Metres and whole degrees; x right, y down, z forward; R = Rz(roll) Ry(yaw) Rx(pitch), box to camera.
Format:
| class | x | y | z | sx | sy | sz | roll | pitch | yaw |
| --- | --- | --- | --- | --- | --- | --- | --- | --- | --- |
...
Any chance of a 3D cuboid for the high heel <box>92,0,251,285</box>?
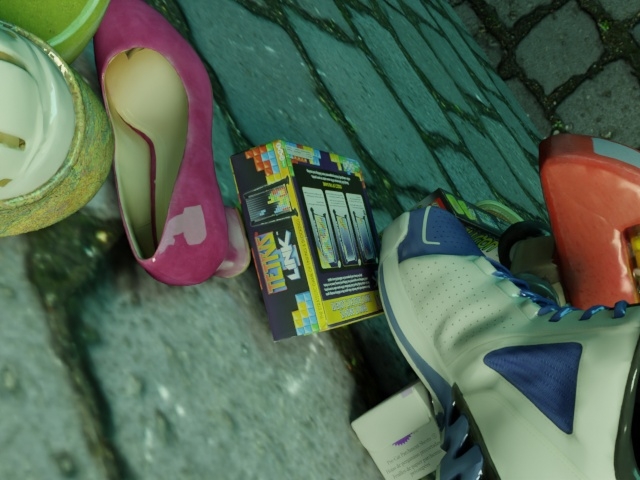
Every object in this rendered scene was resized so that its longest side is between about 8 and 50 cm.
| class | x | y | z | sx | sy | sz | roll | pitch | yaw |
| --- | --- | --- | --- | --- | --- | --- | --- | --- | --- |
| high heel | -0.126 | -0.081 | 0.548 | 0.117 | 0.082 | 0.244 | 13 | 57 | -71 |

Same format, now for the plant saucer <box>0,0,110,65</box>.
| class | x | y | z | sx | sy | sz | roll | pitch | yaw |
| --- | --- | --- | --- | --- | --- | --- | --- | --- | --- |
| plant saucer | -0.190 | -0.196 | 0.450 | 0.241 | 0.037 | 0.241 | -30 | 125 | -56 |

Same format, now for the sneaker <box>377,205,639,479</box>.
| class | x | y | z | sx | sy | sz | roll | pitch | yaw |
| --- | --- | --- | --- | --- | --- | --- | --- | --- | --- |
| sneaker | 0.163 | 0.084 | 0.550 | 0.127 | 0.182 | 0.316 | 36 | 28 | -37 |

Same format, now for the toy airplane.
| class | x | y | z | sx | sy | sz | roll | pitch | yaw |
| --- | --- | --- | --- | --- | --- | --- | --- | --- | --- |
| toy airplane | 0.363 | 0.093 | 0.703 | 0.384 | 0.272 | 0.386 | 21 | 42 | -47 |

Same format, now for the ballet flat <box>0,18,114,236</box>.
| class | x | y | z | sx | sy | sz | roll | pitch | yaw |
| --- | --- | --- | --- | --- | --- | --- | --- | --- | --- |
| ballet flat | -0.200 | -0.068 | 0.333 | 0.348 | 0.123 | 0.123 | 13 | 44 | -54 |

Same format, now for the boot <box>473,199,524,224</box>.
| class | x | y | z | sx | sy | sz | roll | pitch | yaw |
| --- | --- | --- | --- | --- | --- | --- | --- | --- | --- |
| boot | 0.273 | 0.055 | 1.092 | 0.213 | 0.077 | 0.165 | 53 | 24 | -16 |

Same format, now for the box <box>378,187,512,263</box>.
| class | x | y | z | sx | sy | sz | roll | pitch | yaw |
| --- | --- | --- | --- | --- | --- | --- | --- | --- | --- |
| box | 0.140 | 0.011 | 0.863 | 0.207 | 0.114 | 0.036 | 18 | 41 | -54 |

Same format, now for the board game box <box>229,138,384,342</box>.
| class | x | y | z | sx | sy | sz | roll | pitch | yaw |
| --- | --- | --- | --- | --- | --- | --- | --- | --- | --- |
| board game box | 0.000 | 0.000 | 0.637 | 0.170 | 0.048 | 0.141 | 1 | 75 | -68 |

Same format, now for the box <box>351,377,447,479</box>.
| class | x | y | z | sx | sy | sz | roll | pitch | yaw |
| --- | --- | --- | --- | --- | --- | --- | --- | --- | --- |
| box | 0.131 | 0.137 | 0.728 | 0.063 | 0.067 | 0.324 | 57 | 25 | 12 |
